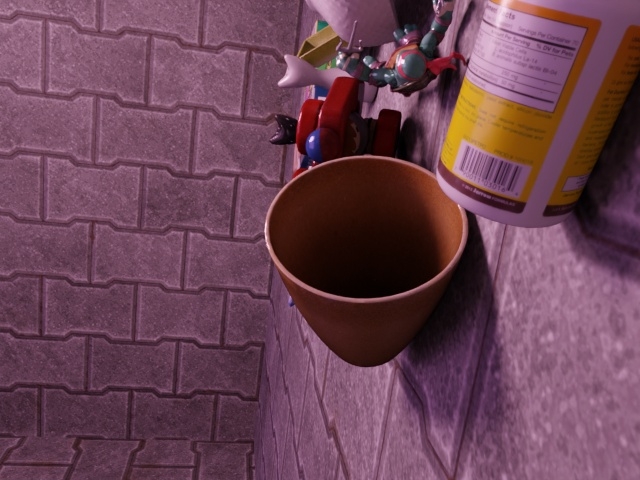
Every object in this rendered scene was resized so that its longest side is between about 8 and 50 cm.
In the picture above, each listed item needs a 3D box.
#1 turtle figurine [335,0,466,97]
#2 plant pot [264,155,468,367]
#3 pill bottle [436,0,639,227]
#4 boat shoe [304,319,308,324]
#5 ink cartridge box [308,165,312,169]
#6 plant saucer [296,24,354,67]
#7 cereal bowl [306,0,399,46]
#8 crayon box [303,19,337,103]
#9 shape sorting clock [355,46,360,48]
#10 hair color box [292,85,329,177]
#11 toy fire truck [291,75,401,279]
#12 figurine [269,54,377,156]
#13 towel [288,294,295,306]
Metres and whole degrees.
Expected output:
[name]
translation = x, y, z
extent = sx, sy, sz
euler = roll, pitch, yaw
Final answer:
[turtle figurine]
translation = 0.112, -0.261, 0.760
extent = 0.234, 0.175, 0.118
euler = -82, -31, -74
[plant pot]
translation = 0.060, 0.057, 0.731
extent = 0.254, 0.238, 0.237
euler = 85, -179, -49
[pill bottle]
translation = 0.171, -0.125, 0.410
extent = 0.117, 0.118, 0.214
euler = -100, 19, -57
[boat shoe]
translation = 0.002, 0.133, 1.471
extent = 0.065, 0.075, 0.205
euler = -15, 55, 33
[ink cartridge box]
translation = 0.005, -0.124, 1.433
extent = 0.143, 0.092, 0.089
euler = 107, 165, -46
[plant saucer]
translation = 0.043, -0.455, 1.210
extent = 0.045, 0.188, 0.188
euler = 56, -158, -25
[cereal bowl]
translation = 0.031, -0.492, 0.924
extent = 0.339, 0.141, 0.338
euler = -13, -90, -75
[crayon box]
translation = 0.002, -0.511, 1.680
extent = 0.165, 0.081, 0.278
euler = 156, 119, -79
[shape sorting clock]
translation = 0.081, -0.542, 1.358
extent = 0.206, 0.041, 0.206
euler = -178, 90, -74
[hair color box]
translation = -0.007, -0.284, 1.545
extent = 0.347, 0.105, 0.173
euler = 126, 148, -72
[toy fire truck]
translation = 0.026, -0.107, 0.878
extent = 0.254, 0.170, 0.301
euler = -58, -23, -69
[figurine]
translation = 0.003, -0.294, 1.184
extent = 0.092, 0.210, 0.214
euler = -102, 20, -58
[towel]
translation = 0.000, 0.000, 1.256
extent = 0.209, 0.034, 0.284
euler = -46, -23, -76
